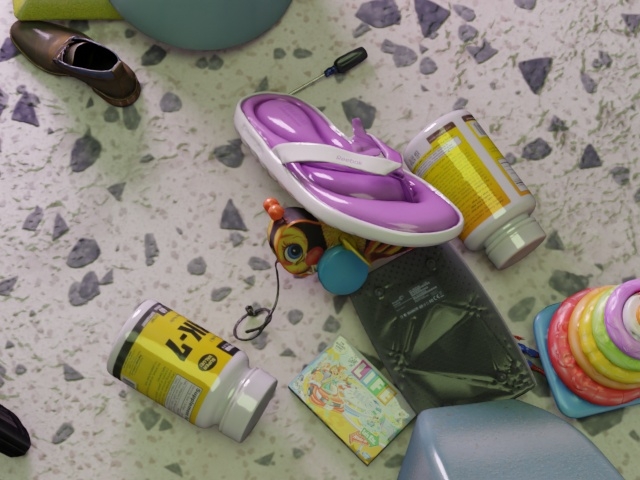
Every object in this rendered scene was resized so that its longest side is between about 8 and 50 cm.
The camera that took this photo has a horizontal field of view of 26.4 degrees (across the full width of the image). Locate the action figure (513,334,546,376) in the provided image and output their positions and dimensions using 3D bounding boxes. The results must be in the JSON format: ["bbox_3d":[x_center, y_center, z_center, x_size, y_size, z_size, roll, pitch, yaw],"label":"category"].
[{"bbox_3d":[0.265,0.150,1.880,0.115,0.030,0.038,23,80,10],"label":"action figure"}]

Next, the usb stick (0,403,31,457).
[{"bbox_3d":[-0.425,0.229,1.736,0.045,0.278,0.077,-35,77,-8],"label":"usb stick"}]

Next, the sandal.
[{"bbox_3d":[0.020,-0.116,1.822,0.169,0.102,0.416,-23,42,-36],"label":"sandal"}]

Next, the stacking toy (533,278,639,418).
[{"bbox_3d":[0.402,0.112,1.742,0.175,0.302,0.166,-11,75,-12],"label":"stacking toy"}]

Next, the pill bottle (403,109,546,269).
[{"bbox_3d":[0.218,-0.068,1.895,0.117,0.117,0.215,-33,76,-8],"label":"pill bottle"}]

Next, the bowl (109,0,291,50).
[{"bbox_3d":[-0.166,-0.446,1.954,0.311,0.163,0.311,3,73,-11],"label":"bowl"}]

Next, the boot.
[{"bbox_3d":[-0.360,-0.279,1.967,0.219,0.106,0.082,28,76,8],"label":"boot"}]

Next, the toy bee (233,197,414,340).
[{"bbox_3d":[0.000,0.000,1.841,0.298,0.162,0.195,-40,33,-24],"label":"toy bee"}]

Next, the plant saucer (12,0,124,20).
[{"bbox_3d":[-0.363,-0.420,2.016,0.188,0.045,0.188,-3,73,-14],"label":"plant saucer"}]

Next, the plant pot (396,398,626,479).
[{"bbox_3d":[0.214,0.339,1.696,0.247,0.248,0.252,-5,41,-22],"label":"plant pot"}]

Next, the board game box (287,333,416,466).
[{"bbox_3d":[0.045,0.218,1.864,0.154,0.026,0.103,43,79,12],"label":"board game box"}]

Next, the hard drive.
[{"bbox_3d":[0.163,0.134,1.854,0.172,0.054,0.255,-29,67,-4],"label":"hard drive"}]

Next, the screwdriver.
[{"bbox_3d":[-0.004,-0.234,1.995,0.170,0.024,0.025,-33,48,-7],"label":"screwdriver"}]

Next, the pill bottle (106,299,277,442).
[{"bbox_3d":[-0.171,0.178,1.830,0.208,0.119,0.119,29,77,8],"label":"pill bottle"}]
